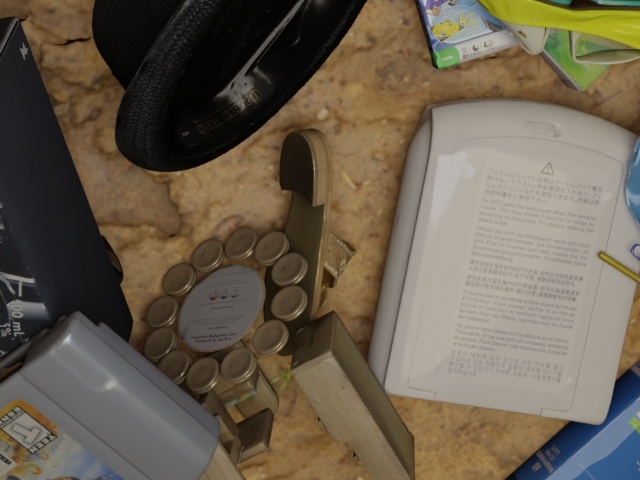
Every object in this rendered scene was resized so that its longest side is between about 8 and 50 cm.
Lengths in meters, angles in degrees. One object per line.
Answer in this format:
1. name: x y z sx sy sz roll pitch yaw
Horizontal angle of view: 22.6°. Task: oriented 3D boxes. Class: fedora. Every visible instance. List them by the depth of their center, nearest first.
1. fedora: -0.094 -0.226 1.453 0.152 0.334 0.334 42 95 17

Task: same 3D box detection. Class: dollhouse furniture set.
1. dollhouse furniture set: -0.053 0.203 1.522 0.242 0.212 0.161 -28 107 13

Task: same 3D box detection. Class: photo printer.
1. photo printer: 0.192 0.014 1.585 0.256 0.107 0.307 8 100 -9

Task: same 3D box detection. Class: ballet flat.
1. ballet flat: 0.226 -0.204 1.472 0.231 0.077 0.077 8 118 -10

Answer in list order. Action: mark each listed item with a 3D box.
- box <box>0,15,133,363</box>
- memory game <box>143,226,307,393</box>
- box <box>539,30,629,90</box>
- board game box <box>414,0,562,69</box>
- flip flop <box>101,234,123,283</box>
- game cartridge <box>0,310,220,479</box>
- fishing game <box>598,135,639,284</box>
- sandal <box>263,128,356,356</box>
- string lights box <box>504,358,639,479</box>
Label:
1. box: -0.370 0.016 1.393 0.312 0.179 0.343 -10 124 11
2. memory game: -0.091 0.066 1.535 0.186 0.186 0.012 -39 134 2
3. box: 0.286 -0.337 1.548 0.322 0.058 0.232 -45 103 6
4. board game box: 0.185 -0.256 1.508 0.201 0.035 0.136 -19 104 -2
5. flip flop: -0.311 -0.029 1.527 0.277 0.112 0.080 40 109 -18
6. game cartridge: -0.239 0.198 1.371 0.297 0.062 0.198 -35 111 26
7. fishing game: 0.384 -0.058 1.516 0.189 0.041 0.264 37 98 -9
8. sandal: 0.004 0.003 1.574 0.079 0.088 0.240 -11 119 -32
9. string lights box: 0.300 0.251 1.664 0.260 0.077 0.133 -42 103 3
